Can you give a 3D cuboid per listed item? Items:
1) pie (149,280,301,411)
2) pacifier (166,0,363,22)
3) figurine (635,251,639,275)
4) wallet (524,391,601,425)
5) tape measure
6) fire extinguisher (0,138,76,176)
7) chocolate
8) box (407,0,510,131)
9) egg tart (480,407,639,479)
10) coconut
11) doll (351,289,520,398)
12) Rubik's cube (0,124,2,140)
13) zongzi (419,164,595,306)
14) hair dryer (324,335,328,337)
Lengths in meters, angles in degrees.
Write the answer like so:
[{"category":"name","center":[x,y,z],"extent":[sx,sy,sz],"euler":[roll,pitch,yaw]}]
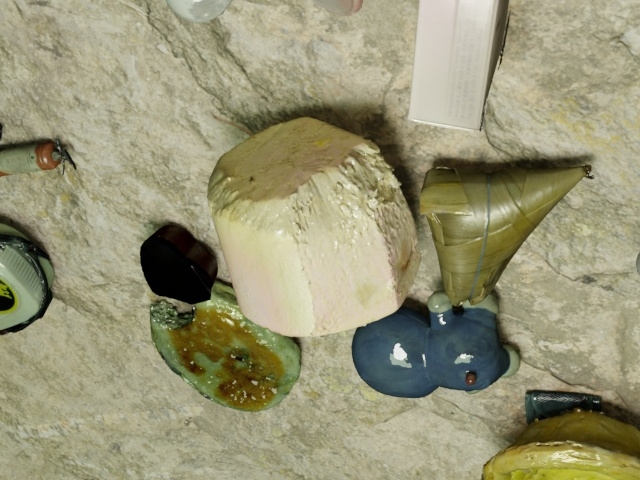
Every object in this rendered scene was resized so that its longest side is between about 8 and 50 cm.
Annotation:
[{"category":"pie","center":[-0.171,0.196,2.024],"extent":[0.302,0.067,0.303],"euler":[10,131,12]},{"category":"pacifier","center":[-0.070,-0.392,1.393],"extent":[0.273,0.221,0.332],"euler":[-18,138,17]},{"category":"figurine","center":[0.548,-0.029,1.541],"extent":[0.175,0.133,0.236],"euler":[11,134,-1]},{"category":"wallet","center":[0.418,0.298,1.922],"extent":[0.129,0.026,0.088],"euler":[3,129,17]},{"category":"tape measure","center":[-0.574,0.068,2.040],"extent":[0.207,0.115,0.235],"euler":[-12,131,28]},{"category":"fire extinguisher","center":[-0.491,-0.134,1.878],"extent":[0.177,0.050,0.062],"euler":[-5,100,24]},{"category":"chocolate","center":[-0.237,0.044,1.912],"extent":[0.148,0.080,0.125],"euler":[37,136,-1]},{"category":"box","center":[0.185,-0.296,1.402],"extent":[0.106,0.203,0.252],"euler":[12,131,11]},{"category":"egg tart","center":[0.445,0.389,1.895],"extent":[0.345,0.133,0.345],"euler":[9,147,6]},{"category":"coconut","center":[0.000,0.000,1.653],"extent":[0.297,0.297,0.310],"euler":[-4,126,23]},{"category":"doll","center":[0.181,0.184,1.849],"extent":[0.258,0.154,0.228],"euler":[-3,131,30]},{"category":"Rubik's cube","center":[-0.653,-0.188,1.807],"extent":[0.167,0.180,0.183],"euler":[-4,128,22]},{"category":"zongzi","center":[0.290,-0.014,1.672],"extent":[0.256,0.115,0.228],"euler":[-9,129,13]},{"category":"hair dryer","center":[0.007,0.085,1.892],"extent":[0.106,0.054,0.154],"euler":[36,121,-5]}]
